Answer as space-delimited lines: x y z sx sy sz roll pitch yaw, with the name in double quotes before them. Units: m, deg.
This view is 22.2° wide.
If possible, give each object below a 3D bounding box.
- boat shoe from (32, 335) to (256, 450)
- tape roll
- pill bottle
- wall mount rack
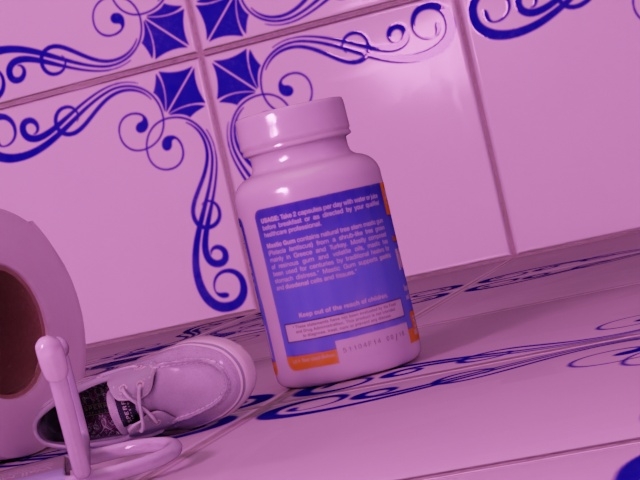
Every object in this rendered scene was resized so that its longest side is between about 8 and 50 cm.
"boat shoe" -0.162 0.147 1.457 0.227 0.079 0.081 -18 8 31
"tape roll" -0.369 0.101 1.587 0.169 0.246 0.246 -13 1 29
"pill bottle" 0.000 0.000 1.629 0.152 0.272 0.152 -13 2 0
"wall mount rack" -0.280 0.147 1.181 0.350 0.131 0.304 -14 1 -8
